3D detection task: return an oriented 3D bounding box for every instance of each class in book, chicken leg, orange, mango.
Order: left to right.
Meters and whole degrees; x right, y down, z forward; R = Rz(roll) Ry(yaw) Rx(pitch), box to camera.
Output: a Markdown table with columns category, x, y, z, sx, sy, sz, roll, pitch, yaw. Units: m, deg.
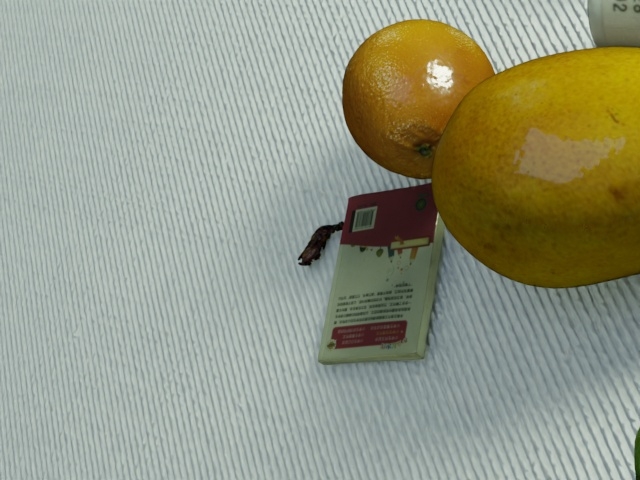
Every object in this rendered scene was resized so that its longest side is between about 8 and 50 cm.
| category | x | y | z | sx | sy | sz | roll | pitch | yaw |
| --- | --- | --- | --- | --- | --- | --- | --- | --- | --- |
| chicken leg | -0.002 | 0.000 | 1.762 | 0.083 | 0.021 | 0.036 | -47 | 35 | 6 |
| book | 0.080 | 0.042 | 1.664 | 0.162 | 0.022 | 0.232 | -9 | 62 | 41 |
| orange | 0.122 | -0.171 | 1.620 | 0.206 | 0.206 | 0.206 | -21 | 55 | 33 |
| mango | 0.301 | -0.078 | 1.396 | 0.378 | 0.221 | 0.264 | 3 | 66 | 32 |

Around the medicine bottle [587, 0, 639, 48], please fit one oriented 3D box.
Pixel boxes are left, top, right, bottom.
| category | x | y | z | sx | sy | sz | roll | pitch | yaw |
| --- | --- | --- | --- | --- | --- | --- | --- | --- | --- |
| medicine bottle | 0.423 | -0.255 | 1.403 | 0.252 | 0.144 | 0.144 | 12 | 76 | 32 |

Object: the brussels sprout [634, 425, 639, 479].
| category | x | y | z | sx | sy | sz | roll | pitch | yaw |
| --- | --- | --- | --- | --- | --- | --- | --- | --- | --- |
| brussels sprout | 0.413 | 0.248 | 1.031 | 0.315 | 0.276 | 0.371 | 140 | 119 | -73 |
